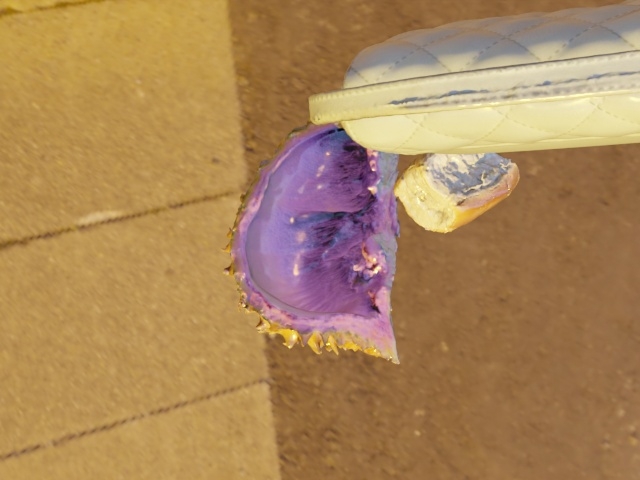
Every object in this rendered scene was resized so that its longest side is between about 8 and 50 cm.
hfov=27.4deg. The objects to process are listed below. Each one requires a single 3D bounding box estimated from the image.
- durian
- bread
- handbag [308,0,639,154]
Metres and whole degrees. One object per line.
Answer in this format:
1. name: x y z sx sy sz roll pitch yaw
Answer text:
1. durian: 0.000 -0.001 1.404 0.191 0.341 0.112 -5 144 10
2. bread: 0.112 -0.048 1.086 0.076 0.083 0.070 46 69 -2
3. handbag: 0.125 -0.084 0.670 0.219 0.256 0.079 -14 100 -64
